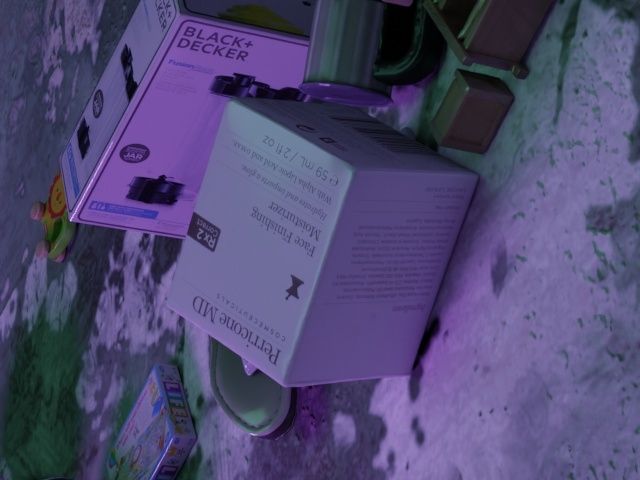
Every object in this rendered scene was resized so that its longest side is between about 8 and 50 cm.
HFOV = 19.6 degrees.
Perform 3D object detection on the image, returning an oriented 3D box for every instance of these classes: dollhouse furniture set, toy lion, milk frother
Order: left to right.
[{"bbox_3d":[-0.319,-0.037,2.280,0.096,0.034,0.100,-47,42,36],"label":"toy lion"},{"bbox_3d":[0.020,-0.193,1.541,0.129,0.143,0.134,-1,79,56],"label":"milk frother"},{"bbox_3d":[0.079,-0.180,1.403,0.182,0.161,0.101,-63,31,28],"label":"dollhouse furniture set"}]

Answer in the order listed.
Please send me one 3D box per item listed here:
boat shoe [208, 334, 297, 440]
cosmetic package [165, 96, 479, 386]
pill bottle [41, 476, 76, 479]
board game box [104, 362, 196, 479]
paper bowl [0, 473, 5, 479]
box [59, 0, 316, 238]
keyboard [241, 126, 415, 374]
[{"bbox_3d":[-0.062,0.098,1.694,0.081,0.068,0.227,-32,46,10],"label":"boat shoe"},{"bbox_3d":[0.000,0.000,1.464,0.151,0.151,0.183,31,110,39],"label":"cosmetic package"},{"bbox_3d":[-0.259,0.329,1.956,0.184,0.103,0.103,35,113,60],"label":"pill bottle"},{"bbox_3d":[-0.177,0.217,1.919,0.154,0.026,0.103,-61,33,33],"label":"board game box"},{"bbox_3d":[-0.423,0.407,2.201,0.284,0.148,0.284,-29,57,56],"label":"paper bowl"},{"bbox_3d":[-0.122,-0.130,1.770,0.290,0.169,0.087,-55,36,39],"label":"box"},{"bbox_3d":[0.004,0.011,1.592,0.256,0.014,0.072,-47,35,27],"label":"keyboard"}]
